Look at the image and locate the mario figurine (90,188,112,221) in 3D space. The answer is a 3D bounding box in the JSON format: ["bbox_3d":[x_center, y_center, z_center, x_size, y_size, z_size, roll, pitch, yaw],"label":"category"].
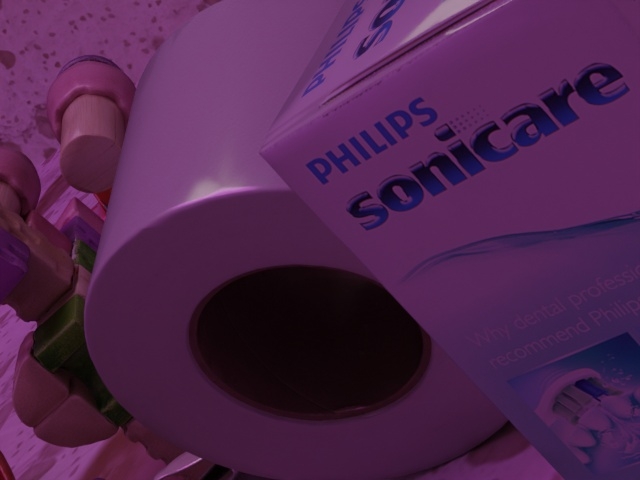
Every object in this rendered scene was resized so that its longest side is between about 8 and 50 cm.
[{"bbox_3d":[-0.104,-0.089,1.440,0.320,0.170,0.198,-32,-15,12],"label":"mario figurine"}]

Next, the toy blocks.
[{"bbox_3d":[-0.177,0.045,1.120,0.309,0.288,0.260,-43,23,11],"label":"toy blocks"}]

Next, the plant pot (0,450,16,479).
[{"bbox_3d":[-0.435,0.271,1.252,0.265,0.272,0.272,-46,16,21],"label":"plant pot"}]

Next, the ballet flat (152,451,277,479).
[{"bbox_3d":[-0.100,0.189,0.974,0.213,0.068,0.072,-43,17,4],"label":"ballet flat"}]

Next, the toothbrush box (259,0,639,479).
[{"bbox_3d":[0.147,-0.013,0.519,0.126,0.295,0.216,-30,22,39],"label":"toothbrush box"}]

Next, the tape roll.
[{"bbox_3d":[0.000,0.000,0.846,0.246,0.246,0.169,-33,35,32],"label":"tape roll"}]
